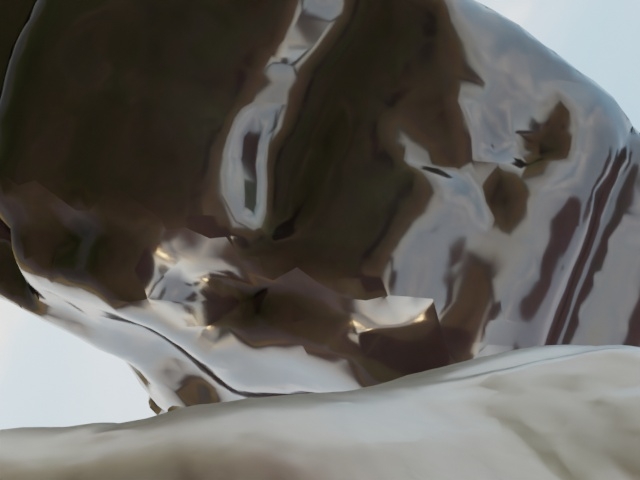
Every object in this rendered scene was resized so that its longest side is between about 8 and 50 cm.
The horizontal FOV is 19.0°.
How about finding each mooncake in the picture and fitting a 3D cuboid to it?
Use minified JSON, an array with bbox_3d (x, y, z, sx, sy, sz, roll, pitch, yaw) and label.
[{"bbox_3d":[0.000,0.000,0.938,0.350,0.381,0.212,4,-113,43],"label":"mooncake"}]

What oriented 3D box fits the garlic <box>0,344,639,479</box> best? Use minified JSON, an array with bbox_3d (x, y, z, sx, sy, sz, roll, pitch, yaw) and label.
[{"bbox_3d":[0.027,0.162,0.380,0.259,0.317,0.317,50,-60,39],"label":"garlic"}]
